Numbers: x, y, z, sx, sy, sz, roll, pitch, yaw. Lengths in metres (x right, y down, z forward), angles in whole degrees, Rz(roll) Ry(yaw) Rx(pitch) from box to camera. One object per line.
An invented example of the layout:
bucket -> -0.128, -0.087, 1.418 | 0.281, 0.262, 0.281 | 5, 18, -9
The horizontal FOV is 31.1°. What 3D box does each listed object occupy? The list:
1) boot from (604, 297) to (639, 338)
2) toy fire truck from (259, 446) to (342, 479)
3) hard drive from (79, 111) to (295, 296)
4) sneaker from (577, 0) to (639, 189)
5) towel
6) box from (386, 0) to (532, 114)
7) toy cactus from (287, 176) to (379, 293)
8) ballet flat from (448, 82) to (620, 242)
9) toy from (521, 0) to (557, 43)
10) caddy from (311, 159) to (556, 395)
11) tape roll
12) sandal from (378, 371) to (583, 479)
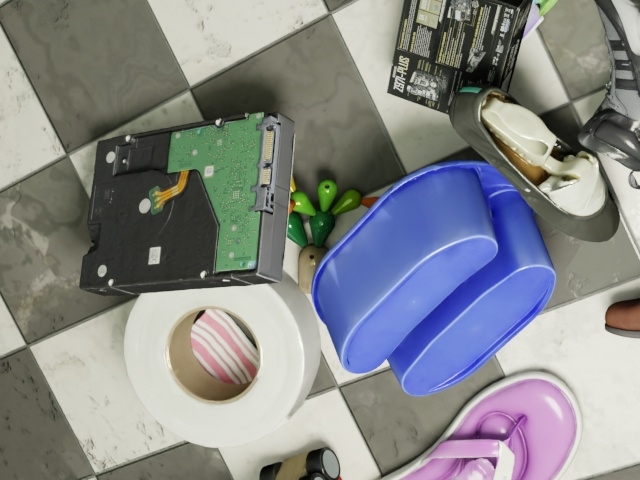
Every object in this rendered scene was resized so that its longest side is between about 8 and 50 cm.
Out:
boot -> 0.450, -0.027, 1.454 | 0.264, 0.096, 0.280 | -18, 92, 38
toy fire truck -> -0.017, 0.473, 1.734 | 0.158, 0.217, 0.246 | -23, 110, 26
hard drive -> -0.192, -0.047, 1.633 | 0.339, 0.064, 0.236 | -7, 72, 35
sneaker -> 0.368, -0.194, 1.413 | 0.153, 0.101, 0.268 | -36, 74, 31
towel -> -0.180, 0.209, 1.810 | 0.144, 0.029, 0.197 | 47, 116, 2
box -> 0.177, -0.256, 1.472 | 0.147, 0.077, 0.180 | 21, 131, 15
toy cactus -> 0.000, 0.000, 1.645 | 0.219, 0.112, 0.180 | 16, 121, 8
ballet flat -> 0.277, -0.093, 1.424 | 0.280, 0.096, 0.095 | 36, 74, -11
toy -> 0.209, -0.376, 1.463 | 0.237, 0.056, 0.137 | 43, 115, 5
caddy -> 0.143, 0.044, 1.524 | 0.241, 0.179, 0.341 | 25, 121, -33
tape roll -> -0.145, 0.162, 1.720 | 0.286, 0.100, 0.286 | 2, 99, 14
sandal -> 0.210, 0.352, 1.655 | 0.169, 0.102, 0.416 | 47, 116, 3
